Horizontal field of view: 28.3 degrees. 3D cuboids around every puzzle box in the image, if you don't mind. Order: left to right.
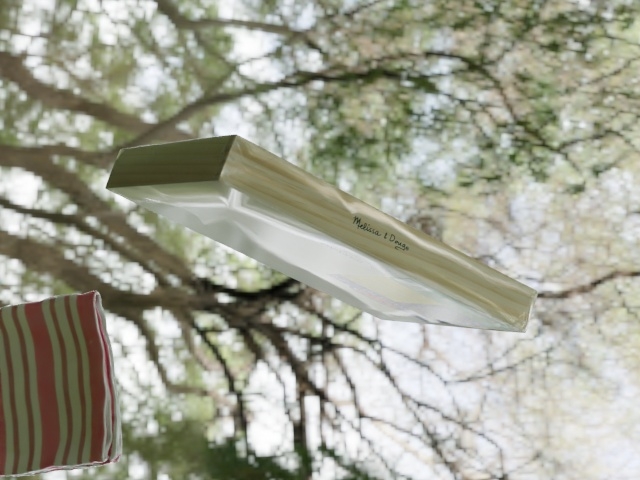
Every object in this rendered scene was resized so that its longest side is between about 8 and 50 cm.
[{"bbox_3d":[0.000,0.000,1.368,0.272,0.408,0.052,0,-113,57],"label":"puzzle box"}]

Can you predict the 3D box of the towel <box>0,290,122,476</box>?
[{"bbox_3d":[-0.258,0.125,1.051,0.197,0.029,0.144,-11,-96,20],"label":"towel"}]
